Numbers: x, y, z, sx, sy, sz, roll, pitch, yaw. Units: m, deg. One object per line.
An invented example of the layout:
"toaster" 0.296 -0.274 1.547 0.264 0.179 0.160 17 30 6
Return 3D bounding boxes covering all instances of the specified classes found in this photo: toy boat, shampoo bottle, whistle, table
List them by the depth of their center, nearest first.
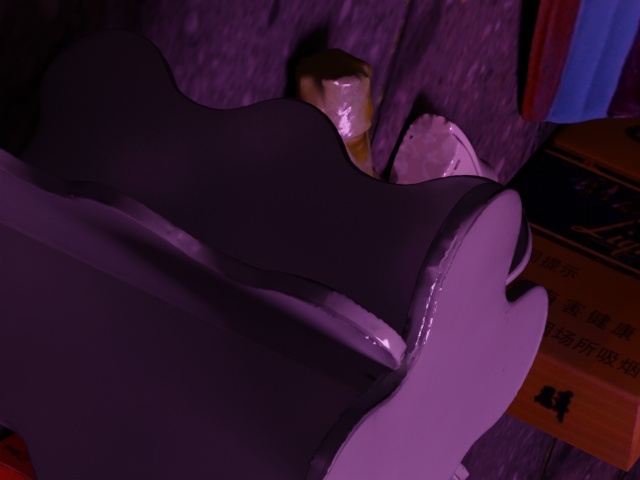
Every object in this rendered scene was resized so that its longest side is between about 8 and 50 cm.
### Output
"table" -0.045 0.021 0.670 0.166 0.198 0.166 -47 151 -37
"whistle" 0.000 0.000 0.940 0.104 0.057 0.198 -54 149 -49
"toy boat" 0.174 -0.226 1.059 0.136 0.079 0.392 -50 152 -52
"shampoo bottle" 0.075 -0.032 1.083 0.141 0.034 0.049 25 84 -68

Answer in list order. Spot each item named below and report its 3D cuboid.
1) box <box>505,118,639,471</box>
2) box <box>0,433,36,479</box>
"box" 0.179 0.016 1.197 0.237 0.152 0.070 -47 151 -35
"box" -0.110 0.144 0.845 0.100 0.048 0.152 -31 141 -55
